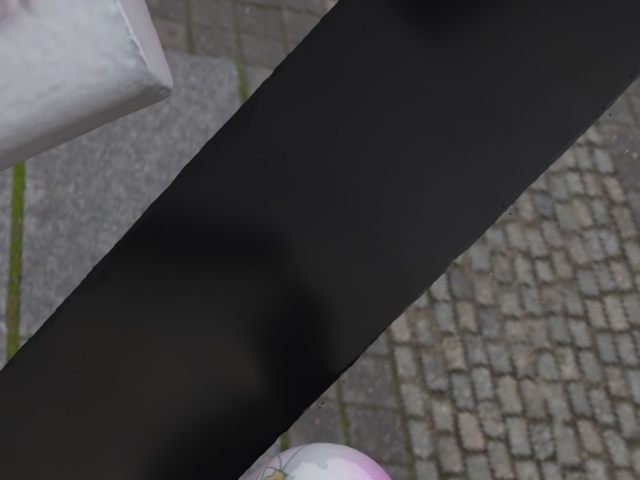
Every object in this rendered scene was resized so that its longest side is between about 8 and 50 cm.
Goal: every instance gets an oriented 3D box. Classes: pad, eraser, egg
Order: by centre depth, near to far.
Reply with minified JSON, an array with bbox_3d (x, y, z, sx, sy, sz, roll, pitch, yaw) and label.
[{"bbox_3d":[0.010,-0.023,0.512,0.063,0.375,0.315,49,11,22],"label":"pad"},{"bbox_3d":[-0.233,-0.103,0.702,0.270,0.095,0.174,-23,85,4],"label":"eraser"},{"bbox_3d":[-0.017,0.330,1.471,0.196,0.271,0.196,9,68,-23],"label":"egg"}]
